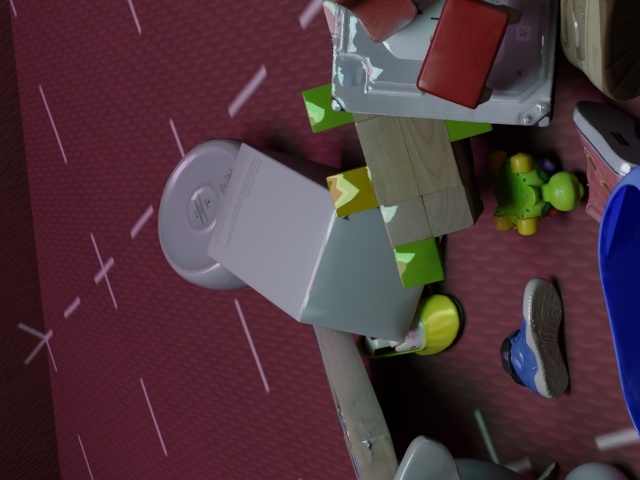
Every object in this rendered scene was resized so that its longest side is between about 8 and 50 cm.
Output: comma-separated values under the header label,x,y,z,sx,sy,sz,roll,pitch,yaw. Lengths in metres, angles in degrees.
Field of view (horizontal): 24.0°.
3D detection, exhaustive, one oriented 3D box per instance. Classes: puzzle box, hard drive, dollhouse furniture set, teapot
label,x,y,z,sx,sy,sz,roll,pitch,yaw
puzzle box,0.064,0.282,2.086,0.409,0.052,0.272,-111,6,-66
hard drive,0.135,-0.293,1.550,0.064,0.237,0.339,-47,-38,-71
dollhouse furniture set,0.122,-0.329,1.428,0.152,0.201,0.374,-45,-25,-73
teapot,-0.119,-0.035,2.356,0.252,0.187,0.256,6,83,44

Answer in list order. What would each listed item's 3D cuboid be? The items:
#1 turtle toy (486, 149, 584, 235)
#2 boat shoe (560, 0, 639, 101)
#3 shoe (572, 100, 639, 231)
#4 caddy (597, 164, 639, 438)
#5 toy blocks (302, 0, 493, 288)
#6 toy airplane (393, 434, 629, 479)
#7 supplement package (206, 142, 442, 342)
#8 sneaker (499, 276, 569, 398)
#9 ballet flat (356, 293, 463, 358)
label,x,y,z,sx,sy,sz,roll,pitch,yaw
turtle toy,0.243,-0.057,1.703,0.130,0.066,0.095,14,115,61
boat shoe,0.273,-0.301,1.429,0.110,0.121,0.341,44,143,47
shoe,0.290,-0.076,1.534,0.178,0.063,0.081,-105,25,-61
caddy,0.370,0.084,1.386,0.241,0.179,0.341,2,106,63
toy blocks,0.105,-0.159,1.756,0.261,0.191,0.381,-41,-65,-77
toy airplane,0.234,0.345,1.721,0.386,0.272,0.384,43,175,28
supplement package,0.000,0.000,2.051,0.293,0.177,0.175,31,105,57
sneaker,0.247,0.111,1.803,0.084,0.058,0.152,15,125,52
ballet flat,0.115,0.128,2.069,0.231,0.077,0.077,-27,80,65
